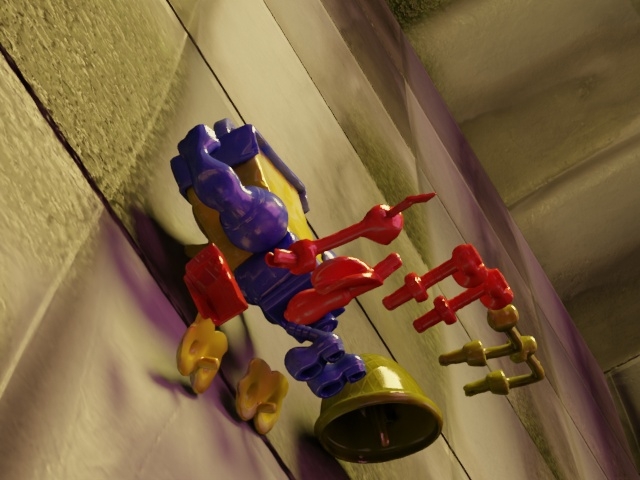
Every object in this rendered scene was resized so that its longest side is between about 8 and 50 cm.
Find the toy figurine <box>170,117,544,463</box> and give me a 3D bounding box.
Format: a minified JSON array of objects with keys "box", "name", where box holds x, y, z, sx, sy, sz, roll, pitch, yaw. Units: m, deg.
[{"box":[0.000,0.000,1.090,0.217,0.191,0.362,62,9,29],"name":"toy figurine"}]
